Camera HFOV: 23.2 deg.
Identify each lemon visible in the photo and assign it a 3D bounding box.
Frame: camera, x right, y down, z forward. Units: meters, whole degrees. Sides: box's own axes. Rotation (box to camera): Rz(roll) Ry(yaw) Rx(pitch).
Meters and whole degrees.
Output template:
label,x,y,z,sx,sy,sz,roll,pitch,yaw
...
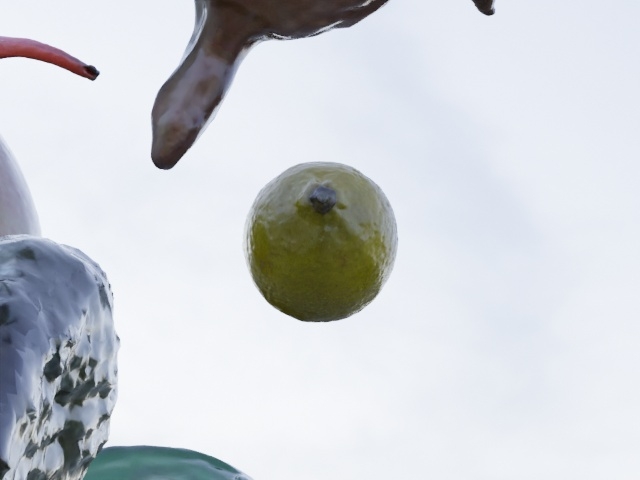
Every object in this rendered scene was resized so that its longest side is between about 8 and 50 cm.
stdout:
label,x,y,z,sx,sy,sz,roll,pitch,yaw
lemon,0.000,0.000,1.074,0.109,0.109,0.133,8,-28,7

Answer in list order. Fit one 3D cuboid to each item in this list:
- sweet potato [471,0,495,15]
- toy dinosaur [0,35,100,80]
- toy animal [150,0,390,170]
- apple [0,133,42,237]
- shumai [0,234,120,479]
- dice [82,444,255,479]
label,x,y,z,sx,sy,sz,roll,pitch,yaw
sweet potato,0.126,-0.243,1.231,0.044,0.044,0.179,5,-40,14
toy dinosaur,-0.339,-0.147,1.343,0.286,0.139,0.070,25,-22,23
toy animal,0.047,-0.096,0.457,0.185,0.184,0.104,10,-12,24
apple,-0.392,0.034,1.112,0.391,0.391,0.346,-10,-15,43
shumai,-0.291,0.133,0.669,0.323,0.397,0.324,22,-40,7
dice,-0.188,0.401,1.553,0.297,0.300,0.287,-9,-53,6
